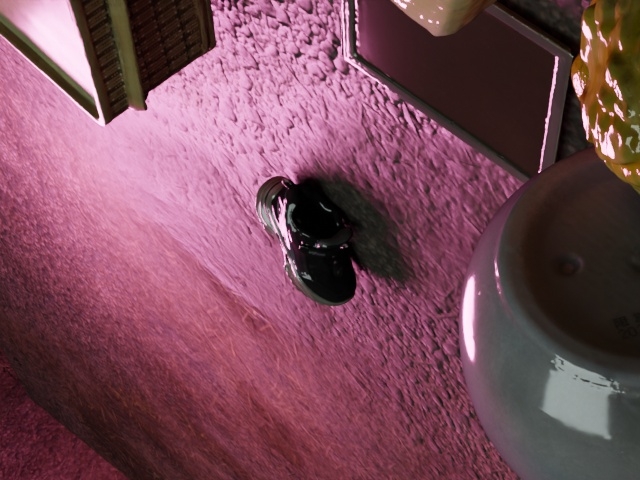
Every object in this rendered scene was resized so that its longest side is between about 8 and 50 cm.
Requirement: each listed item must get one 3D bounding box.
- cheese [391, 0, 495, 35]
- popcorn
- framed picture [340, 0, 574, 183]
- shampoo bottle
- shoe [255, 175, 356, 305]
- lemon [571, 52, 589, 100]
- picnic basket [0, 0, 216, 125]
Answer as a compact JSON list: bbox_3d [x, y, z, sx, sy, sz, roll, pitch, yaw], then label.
[{"bbox_3d":[0.052,-0.286,1.021,0.242,0.124,0.265,47,170,7],"label":"cheese"},{"bbox_3d":[0.237,-0.108,0.983,0.180,0.170,0.180,4,97,32],"label":"popcorn"},{"bbox_3d":[0.112,-0.162,1.299,0.252,0.014,0.197,38,155,24],"label":"framed picture"},{"bbox_3d":[0.243,0.080,1.119,0.273,0.273,0.266,34,159,30],"label":"shampoo bottle"},{"bbox_3d":[0.000,0.000,1.690,0.169,0.071,0.099,58,153,-14],"label":"shoe"},{"bbox_3d":[0.217,-0.123,1.113,0.062,0.062,0.083,51,161,-6],"label":"lemon"},{"bbox_3d":[-0.255,-0.300,1.540,0.313,0.175,0.228,41,157,26],"label":"picnic basket"}]
